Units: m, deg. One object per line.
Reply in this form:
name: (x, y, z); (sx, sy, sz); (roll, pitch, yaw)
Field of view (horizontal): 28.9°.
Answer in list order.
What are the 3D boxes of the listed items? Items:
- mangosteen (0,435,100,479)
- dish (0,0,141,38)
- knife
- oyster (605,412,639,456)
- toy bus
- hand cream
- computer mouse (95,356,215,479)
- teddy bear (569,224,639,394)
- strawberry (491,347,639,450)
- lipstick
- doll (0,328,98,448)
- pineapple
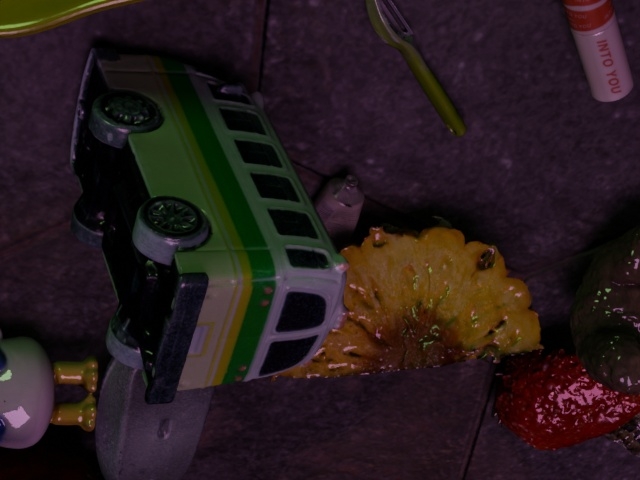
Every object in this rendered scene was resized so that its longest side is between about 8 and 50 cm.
mangosteen: (-0.287, 0.314, 1.248); (0.215, 0.215, 0.257); (-36, 127, 20)
dish: (-0.183, -0.263, 0.830); (0.262, 0.108, 0.221); (-9, 132, -1)
knife: (0.078, -0.149, 1.041); (0.026, 0.022, 0.184); (-44, 128, -6)
oyster: (0.392, 0.181, 1.373); (0.177, 0.064, 0.125); (7, 115, -3)
toy bus: (-0.094, -0.021, 0.955); (0.164, 0.276, 0.134); (-1, 133, -25)
hand cream: (0.000, 0.000, 1.157); (0.057, 0.037, 0.165); (9, 136, -19)
computer mouse: (-0.167, 0.158, 1.236); (0.113, 0.068, 0.229); (-3, 123, -33)
teddy bear: (0.340, 0.072, 1.221); (0.190, 0.140, 0.177); (10, 85, -19)
strawberry: (0.266, 0.170, 1.295); (0.187, 0.082, 0.146); (-17, 144, 32)
lipstick: (0.229, -0.175, 1.034); (0.038, 0.038, 0.131); (-22, 132, 9)
doll: (-0.355, 0.140, 1.151); (0.293, 0.119, 0.138); (4, 87, -15)
pineapple: (0.074, 0.052, 1.182); (0.249, 0.164, 0.140); (-7, 89, 1)
